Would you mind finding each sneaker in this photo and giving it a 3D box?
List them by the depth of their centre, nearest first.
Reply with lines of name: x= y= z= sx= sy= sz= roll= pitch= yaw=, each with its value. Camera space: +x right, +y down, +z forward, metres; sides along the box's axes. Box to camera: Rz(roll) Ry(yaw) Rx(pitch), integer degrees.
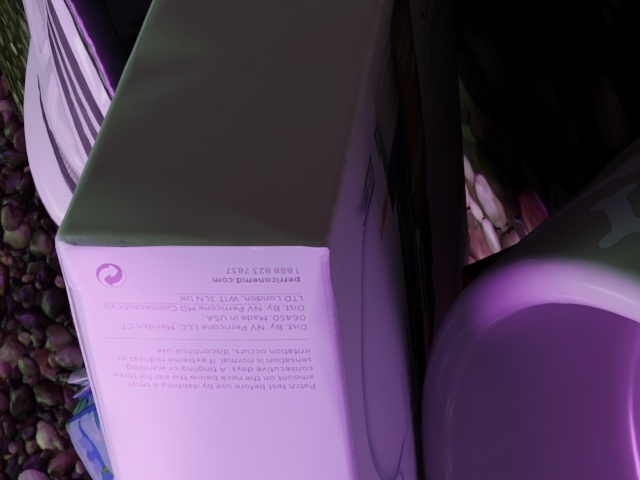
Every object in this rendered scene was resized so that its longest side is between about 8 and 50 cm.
sneaker: x=-0.098 y=-0.232 z=1.022 sx=0.257 sy=0.169 sz=0.447 roll=133 pitch=128 yaw=-70

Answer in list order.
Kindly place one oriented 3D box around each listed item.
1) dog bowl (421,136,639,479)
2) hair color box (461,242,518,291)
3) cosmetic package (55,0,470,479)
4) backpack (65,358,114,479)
dog bowl: x=0.164 y=0.128 z=0.667 sx=0.349 sy=0.102 sz=0.349 roll=43 pitch=147 yaw=37
hair color box: x=0.131 y=0.059 z=0.893 sx=0.141 sy=0.072 sz=0.043 roll=55 pitch=162 yaw=35
cosmetic package: x=0.000 y=0.000 z=0.801 sx=0.377 sy=0.097 sz=0.284 roll=-77 pitch=-14 yaw=-51
backpack: x=-0.028 y=0.131 z=1.267 sx=0.290 sy=0.273 sz=0.355 roll=52 pitch=139 yaw=-1
